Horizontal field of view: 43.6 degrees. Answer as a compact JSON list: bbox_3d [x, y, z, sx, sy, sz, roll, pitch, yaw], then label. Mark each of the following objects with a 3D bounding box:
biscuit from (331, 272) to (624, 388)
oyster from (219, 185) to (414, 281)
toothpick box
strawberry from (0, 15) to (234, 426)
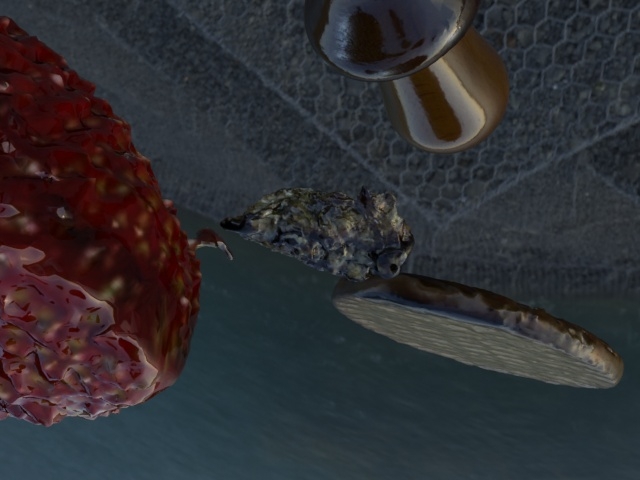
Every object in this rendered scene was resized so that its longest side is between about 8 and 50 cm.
[{"bbox_3d":[0.165,0.098,0.868,0.317,0.040,0.318,18,167,4],"label":"biscuit"},{"bbox_3d":[0.000,0.001,0.579,0.132,0.029,0.086,-12,119,14],"label":"oyster"},{"bbox_3d":[0.108,-0.220,0.882,0.192,0.192,0.294,3,161,28],"label":"toothpick box"},{"bbox_3d":[-0.219,-0.012,0.588,0.343,0.292,0.292,28,143,8],"label":"strawberry"}]
